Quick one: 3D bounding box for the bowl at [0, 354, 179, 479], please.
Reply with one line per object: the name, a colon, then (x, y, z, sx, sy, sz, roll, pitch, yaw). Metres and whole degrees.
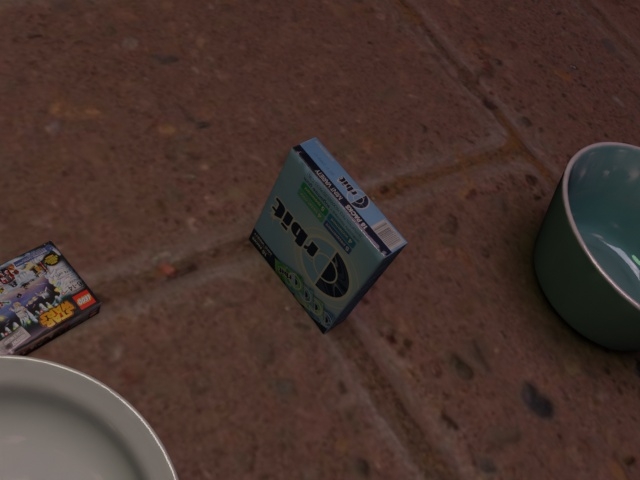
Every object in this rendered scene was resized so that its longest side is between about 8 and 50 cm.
bowl: (-0.257, 0.248, 0.536, 0.298, 0.134, 0.297, 7, 62, -13)

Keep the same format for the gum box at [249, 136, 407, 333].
gum box: (0.000, 0.000, 0.802, 0.041, 0.184, 0.157, -29, 72, -36)

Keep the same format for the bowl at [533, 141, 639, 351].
bowl: (0.430, 0.032, 0.985, 0.312, 0.163, 0.311, 12, 53, -16)

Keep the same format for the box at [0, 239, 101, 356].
box: (-0.311, 0.068, 0.719, 0.094, 0.027, 0.137, 47, 52, 11)
